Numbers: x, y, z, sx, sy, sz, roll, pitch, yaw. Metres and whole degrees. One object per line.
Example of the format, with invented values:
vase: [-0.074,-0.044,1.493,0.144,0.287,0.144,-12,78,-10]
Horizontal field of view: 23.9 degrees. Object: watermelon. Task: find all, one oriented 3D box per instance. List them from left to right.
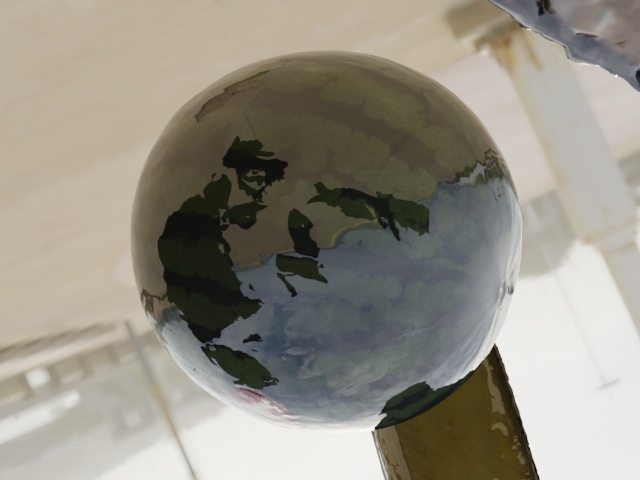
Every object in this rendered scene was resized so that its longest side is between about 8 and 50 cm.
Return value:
watermelon: [0.000,0.000,0.812,0.212,0.212,0.212,-24,177,-1]

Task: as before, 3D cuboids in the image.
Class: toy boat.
toy boat: [0.085,0.150,0.926,0.089,0.321,0.121,-15,159,-8]

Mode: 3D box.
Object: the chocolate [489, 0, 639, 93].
chocolate: [0.103,-0.117,0.528,0.329,0.065,0.102,29,136,-28]
